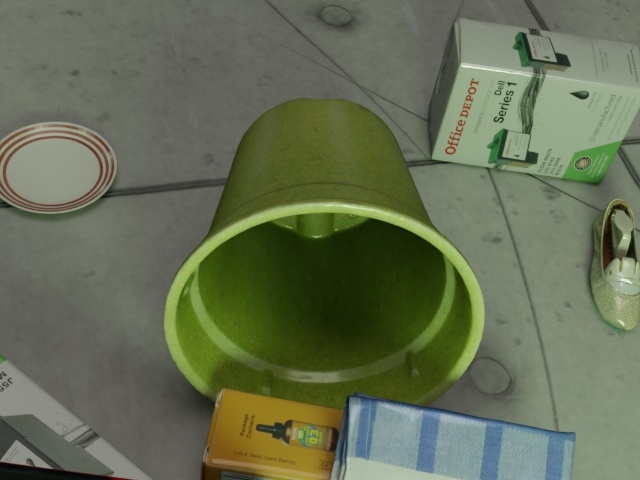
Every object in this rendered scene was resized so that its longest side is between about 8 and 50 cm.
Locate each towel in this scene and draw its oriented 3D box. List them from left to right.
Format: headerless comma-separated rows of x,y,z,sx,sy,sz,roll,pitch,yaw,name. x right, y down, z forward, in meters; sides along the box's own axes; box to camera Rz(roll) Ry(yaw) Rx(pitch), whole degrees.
0.095,0.276,0.749,0.209,0.034,0.285,11,72,-1,towel

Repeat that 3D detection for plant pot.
0.000,0.000,0.902,0.276,0.276,0.254,4,38,-6,plant pot

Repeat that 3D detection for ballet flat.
0.333,0.021,1.049,0.057,0.052,0.168,8,50,-3,ballet flat

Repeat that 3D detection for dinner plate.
-0.301,-0.080,1.052,0.141,0.017,0.141,4,51,-5,dinner plate

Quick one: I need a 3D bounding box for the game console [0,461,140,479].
-0.141,0.331,0.561,0.342,0.060,0.386,24,51,-43,game console

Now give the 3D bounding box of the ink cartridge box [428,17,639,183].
0.251,-0.165,1.120,0.219,0.160,0.092,7,50,-2,ink cartridge box

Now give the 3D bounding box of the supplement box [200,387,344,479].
0.014,0.201,0.834,0.233,0.080,0.078,12,50,-2,supplement box

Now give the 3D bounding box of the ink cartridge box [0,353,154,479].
-0.264,0.226,0.741,0.273,0.114,0.198,33,53,17,ink cartridge box
